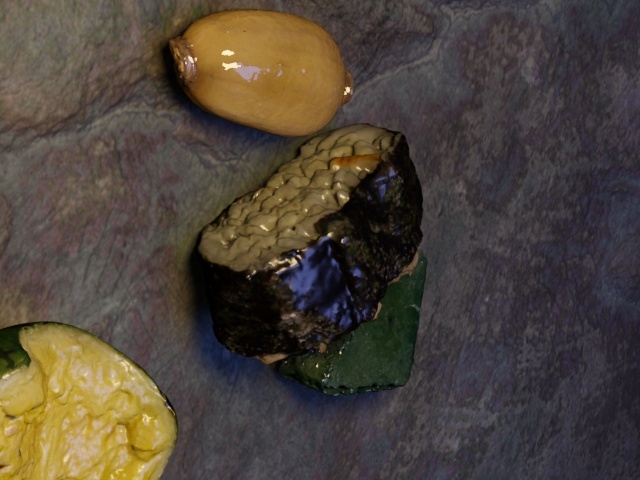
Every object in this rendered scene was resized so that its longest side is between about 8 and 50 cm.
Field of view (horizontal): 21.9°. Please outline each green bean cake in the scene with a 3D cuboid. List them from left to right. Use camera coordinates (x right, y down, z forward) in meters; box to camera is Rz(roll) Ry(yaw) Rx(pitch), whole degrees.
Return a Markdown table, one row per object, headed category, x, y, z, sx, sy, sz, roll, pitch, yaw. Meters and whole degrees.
| category | x | y | z | sx | sy | sz | roll | pitch | yaw |
| --- | --- | --- | --- | --- | --- | --- | --- | --- | --- |
| green bean cake | 0.044 | 0.098 | 2.234 | 0.193 | 0.107 | 0.208 | 4 | 99 | -48 |

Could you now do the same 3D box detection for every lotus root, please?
| category | x | y | z | sx | sy | sz | roll | pitch | yaw |
| --- | --- | --- | --- | --- | --- | --- | --- | --- | --- |
| lotus root | -0.058 | -0.201 | 1.973 | 0.303 | 0.130 | 0.146 | 6 | 100 | -52 |

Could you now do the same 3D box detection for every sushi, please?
| category | x | y | z | sx | sy | sz | roll | pitch | yaw |
| --- | --- | --- | --- | --- | --- | --- | --- | --- | --- |
| sushi | 0.000 | 0.000 | 2.064 | 0.350 | 0.210 | 0.171 | -48 | 129 | -41 |

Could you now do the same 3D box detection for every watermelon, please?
| category | x | y | z | sx | sy | sz | roll | pitch | yaw |
| --- | --- | --- | --- | --- | --- | --- | --- | --- | --- |
| watermelon | -0.332 | 0.225 | 1.763 | 0.330 | 0.189 | 0.331 | -22 | 130 | -30 |
